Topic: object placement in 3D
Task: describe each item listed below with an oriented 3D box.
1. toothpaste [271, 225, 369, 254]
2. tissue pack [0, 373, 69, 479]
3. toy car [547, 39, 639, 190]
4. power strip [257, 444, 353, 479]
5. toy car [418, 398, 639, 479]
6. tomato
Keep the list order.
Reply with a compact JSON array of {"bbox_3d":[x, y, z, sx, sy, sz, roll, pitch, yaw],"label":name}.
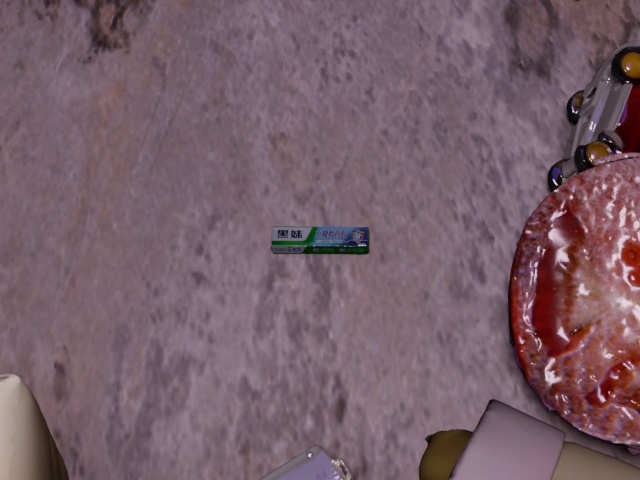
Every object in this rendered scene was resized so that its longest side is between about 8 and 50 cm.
[{"bbox_3d":[0.000,0.000,0.753,0.083,0.017,0.020,1,63,4],"label":"toothpaste"},{"bbox_3d":[-0.232,0.291,0.423,0.205,0.331,0.404,1,68,-12],"label":"tissue pack"},{"bbox_3d":[0.265,-0.082,0.736,0.112,0.112,0.139,23,76,-2],"label":"toy car"},{"bbox_3d":[-0.087,0.234,0.634,0.253,0.027,0.060,-29,66,-10],"label":"power strip"},{"bbox_3d":[0.102,0.257,0.435,0.226,0.336,0.242,26,67,14],"label":"toy car"},{"bbox_3d":[0.253,0.046,0.646,0.225,0.085,0.224,-5,78,26],"label":"tomato"}]
